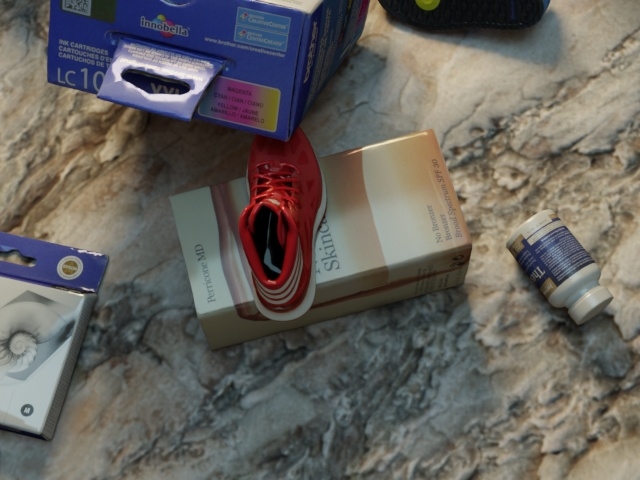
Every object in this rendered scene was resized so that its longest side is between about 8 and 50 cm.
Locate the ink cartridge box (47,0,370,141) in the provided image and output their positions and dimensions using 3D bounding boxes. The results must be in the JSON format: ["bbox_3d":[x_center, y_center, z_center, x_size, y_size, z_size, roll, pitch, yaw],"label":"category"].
[{"bbox_3d":[-0.114,-0.246,1.311,0.270,0.151,0.395,15,28,9],"label":"ink cartridge box"}]

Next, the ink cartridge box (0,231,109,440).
[{"bbox_3d":[-0.370,0.088,1.355,0.223,0.045,0.224,11,69,7],"label":"ink cartridge box"}]

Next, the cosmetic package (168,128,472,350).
[{"bbox_3d":[0.000,0.000,1.331,0.296,0.129,0.153,-16,70,-4],"label":"cosmetic package"}]

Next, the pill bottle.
[{"bbox_3d":[0.263,0.031,1.342,0.067,0.067,0.120,-32,70,-10],"label":"pill bottle"}]

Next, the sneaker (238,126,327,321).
[{"bbox_3d":[-0.036,-0.043,1.211,0.087,0.128,0.221,-6,68,0],"label":"sneaker"}]

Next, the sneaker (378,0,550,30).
[{"bbox_3d":[0.174,-0.299,1.487,0.209,0.069,0.082,6,36,14],"label":"sneaker"}]
